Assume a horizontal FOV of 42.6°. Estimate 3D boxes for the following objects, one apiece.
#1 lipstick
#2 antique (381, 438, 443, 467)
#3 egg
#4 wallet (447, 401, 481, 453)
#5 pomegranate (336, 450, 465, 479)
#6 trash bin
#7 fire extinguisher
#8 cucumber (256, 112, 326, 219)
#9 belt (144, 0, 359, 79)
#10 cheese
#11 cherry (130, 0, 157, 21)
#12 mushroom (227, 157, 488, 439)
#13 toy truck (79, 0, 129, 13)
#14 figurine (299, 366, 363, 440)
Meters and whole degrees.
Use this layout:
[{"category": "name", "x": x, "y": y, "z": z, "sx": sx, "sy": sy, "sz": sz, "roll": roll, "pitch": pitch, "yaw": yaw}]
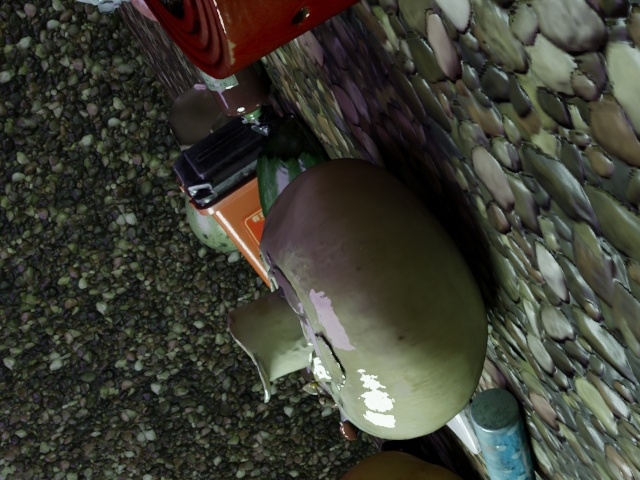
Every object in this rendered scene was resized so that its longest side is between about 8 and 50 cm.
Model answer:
[{"category": "lipstick", "x": 0.185, "y": 0.207, "z": 0.821, "sx": 0.048, "sy": 0.048, "sz": 0.158, "roll": 52, "pitch": 170, "yaw": 44}, {"category": "antique", "x": 0.199, "y": 0.552, "z": 1.638, "sx": 0.322, "sy": 0.185, "sz": 0.255, "roll": 61, "pitch": 175, "yaw": 11}, {"category": "egg", "x": -0.197, "y": -0.086, "z": 1.714, "sx": 0.177, "sy": 0.177, "sz": 0.228, "roll": -136, "pitch": 30, "yaw": -63}, {"category": "wallet", "x": 0.155, "y": 0.200, "z": 1.062, "sx": 0.095, "sy": 0.033, "sz": 0.190, "roll": 62, "pitch": 171, "yaw": -19}, {"category": "pomegranate", "x": 0.142, "y": 0.553, "z": 1.342, "sx": 0.411, "sy": 0.411, "sz": 0.411, "roll": 57, "pitch": 173, "yaw": 11}, {"category": "trash bin", "x": -0.086, "y": -0.052, "z": 1.172, "sx": 0.238, "sy": 0.161, "sz": 0.184, "roll": 59, "pitch": 174, "yaw": -34}, {"category": "fire extinguisher", "x": -0.103, "y": -0.212, "z": 0.985, "sx": 0.099, "sy": 0.071, "sz": 0.231, "roll": 7, "pitch": 135, "yaw": 45}, {"category": "cucumber", "x": -0.001, "y": 0.002, "z": 1.040, "sx": 0.145, "sy": 0.105, "sz": 0.325, "roll": 51, "pitch": 167, "yaw": 51}, {"category": "belt", "x": -0.083, "y": -0.234, "z": 0.549, "sx": 0.227, "sy": 0.115, "sz": 0.324, "roll": 64, "pitch": 170, "yaw": -25}, {"category": "cheese", "x": -0.151, "y": -0.138, "z": 1.376, "sx": 0.233, "sy": 0.127, "sz": 0.266, "roll": 60, "pitch": 176, "yaw": -34}, {"category": "cherry", "x": -0.208, "y": -0.366, "z": 1.029, "sx": 0.107, "sy": 0.090, "sz": 0.225, "roll": 29, "pitch": -138, "yaw": -56}, {"category": "mushroom", "x": 0.023, "y": 0.054, "z": 0.690, "sx": 0.246, "sy": 0.202, "sz": 0.246, "roll": 59, "pitch": 164, "yaw": 28}, {"category": "toy truck", "x": -0.326, "y": -0.395, "z": 1.075, "sx": 0.268, "sy": 0.155, "sz": 0.124, "roll": 18, "pitch": -116, "yaw": -80}, {"category": "figurine", "x": 0.044, "y": 0.263, "z": 1.664, "sx": 0.275, "sy": 0.161, "sz": 0.158, "roll": 54, "pitch": 149, "yaw": 22}]
